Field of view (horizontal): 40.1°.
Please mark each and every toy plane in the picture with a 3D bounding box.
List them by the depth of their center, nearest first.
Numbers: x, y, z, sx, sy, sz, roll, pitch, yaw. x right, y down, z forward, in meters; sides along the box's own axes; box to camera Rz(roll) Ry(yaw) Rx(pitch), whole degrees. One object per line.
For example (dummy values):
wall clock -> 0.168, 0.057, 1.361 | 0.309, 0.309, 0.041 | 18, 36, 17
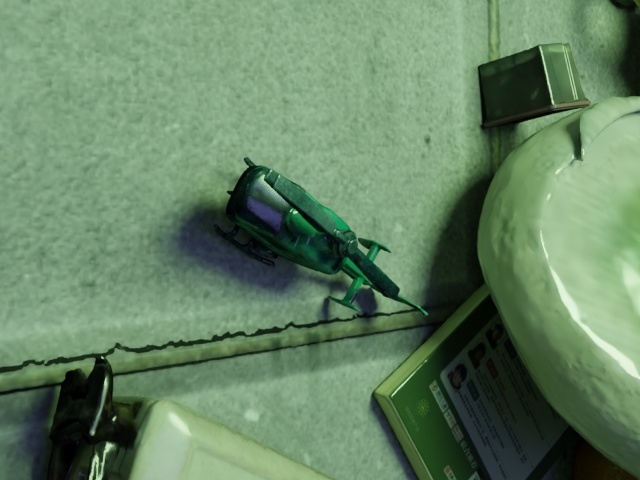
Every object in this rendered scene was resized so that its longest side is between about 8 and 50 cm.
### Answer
toy plane -> 0.000, 0.000, 0.658 | 0.235, 0.096, 0.060 | 39, 70, -51

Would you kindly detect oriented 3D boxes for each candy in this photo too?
candy -> 0.330, 0.048, 0.802 | 0.427, 0.186, 0.386 | 19, 62, -19

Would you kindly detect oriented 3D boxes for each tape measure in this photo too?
tape measure -> -0.093, 0.239, 0.571 | 0.271, 0.133, 0.231 | 37, 62, -31

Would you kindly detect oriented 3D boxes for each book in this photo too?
book -> 0.181, 0.141, 0.840 | 0.264, 0.027, 0.202 | -40, 113, -29

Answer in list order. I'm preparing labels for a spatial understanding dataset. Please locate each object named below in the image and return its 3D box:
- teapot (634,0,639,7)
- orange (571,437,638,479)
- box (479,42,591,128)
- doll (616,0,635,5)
teapot -> 0.439, -0.193, 0.878 | 0.311, 0.203, 0.167 | 24, 51, -13
orange -> 0.337, 0.248, 0.896 | 0.159, 0.136, 0.159 | 1, 88, -36
box -> 0.195, -0.143, 0.811 | 0.060, 0.085, 0.063 | -11, 92, -36
doll -> 0.392, -0.356, 0.911 | 0.340, 0.158, 0.246 | 9, 106, -40
